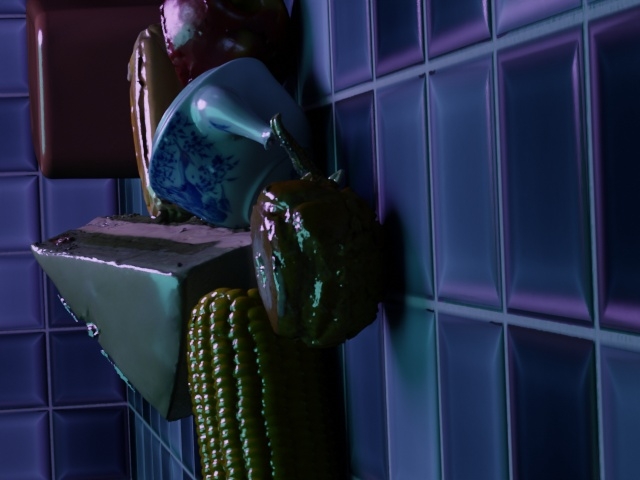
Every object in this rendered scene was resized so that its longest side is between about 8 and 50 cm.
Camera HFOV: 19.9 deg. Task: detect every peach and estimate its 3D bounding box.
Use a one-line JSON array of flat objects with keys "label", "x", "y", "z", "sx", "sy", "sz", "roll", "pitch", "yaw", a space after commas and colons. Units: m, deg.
[{"label": "peach", "x": -0.088, "y": -0.179, "z": 1.772, "sx": 0.172, "sy": 0.127, "sz": 0.092, "roll": 93, "pitch": 166, "yaw": -50}]

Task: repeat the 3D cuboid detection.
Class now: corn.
[{"label": "corn", "x": -0.046, "y": 0.211, "z": 1.630, "sx": 0.131, "sy": 0.131, "sz": 0.345, "roll": 116, "pitch": 149, "yaw": -68}]

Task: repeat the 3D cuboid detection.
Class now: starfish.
[{"label": "starfish", "x": 0.000, "y": 0.000, "z": 1.553, "sx": 0.208, "sy": 0.053, "sz": 0.176, "roll": 93, "pitch": 163, "yaw": -54}]

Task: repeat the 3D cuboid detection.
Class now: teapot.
[{"label": "teapot", "x": -0.065, "y": -0.071, "z": 1.685, "sx": 0.232, "sy": 0.159, "sz": 0.159, "roll": 74, "pitch": -172, "yaw": -66}]

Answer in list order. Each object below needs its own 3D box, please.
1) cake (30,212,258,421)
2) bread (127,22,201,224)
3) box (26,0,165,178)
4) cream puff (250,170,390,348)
[{"label": "cake", "x": -0.160, "y": 0.016, "z": 1.848, "sx": 0.283, "sy": 0.158, "sz": 0.172, "roll": 44, "pitch": 132, "yaw": 31}, {"label": "bread", "x": -0.141, "y": -0.121, "z": 2.034, "sx": 0.107, "sy": 0.136, "sz": 0.241, "roll": 114, "pitch": 150, "yaw": -67}, {"label": "box", "x": -0.277, "y": -0.216, "z": 2.477, "sx": 0.339, "sy": 0.229, "sz": 0.239, "roll": -131, "pitch": 39, "yaw": -73}, {"label": "cream puff", "x": 0.002, "y": 0.016, "z": 1.414, "sx": 0.144, "sy": 0.103, "sz": 0.126, "roll": -108, "pitch": 14, "yaw": -54}]
